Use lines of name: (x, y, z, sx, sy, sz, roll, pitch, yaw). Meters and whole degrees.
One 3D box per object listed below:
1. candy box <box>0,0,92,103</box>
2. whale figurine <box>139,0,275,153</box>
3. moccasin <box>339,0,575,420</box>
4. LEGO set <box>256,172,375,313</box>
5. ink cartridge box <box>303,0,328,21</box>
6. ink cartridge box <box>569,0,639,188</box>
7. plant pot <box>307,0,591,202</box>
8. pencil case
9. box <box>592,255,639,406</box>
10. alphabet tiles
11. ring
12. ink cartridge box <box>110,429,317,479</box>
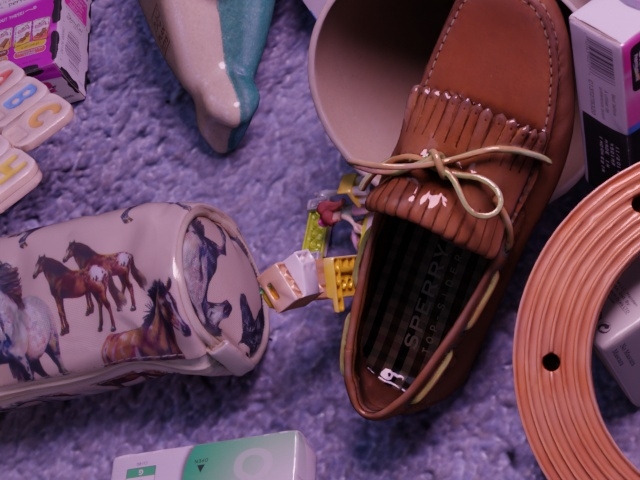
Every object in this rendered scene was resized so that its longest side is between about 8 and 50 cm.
candy box: (-0.326, -0.239, 2.103, 0.159, 0.071, 0.233, -14, 55, 19)
whale figurine: (-0.092, -0.227, 1.920, 0.141, 0.216, 0.272, -11, 73, -16)
moccasin: (0.097, -0.031, 1.569, 0.139, 0.147, 0.380, 29, 116, 15)
LEGO set: (0.000, 0.000, 1.737, 0.107, 0.132, 0.287, -7, 34, 30)
ink cartridge box: (0.006, -0.297, 1.949, 0.060, 0.104, 0.180, -21, 51, 14)
ink cartridge box: (0.355, -0.194, 1.591, 0.371, 0.176, 0.069, -37, 49, -22)
plant pot: (0.153, -0.198, 1.725, 0.256, 0.256, 0.274, -5, 31, 24)
pencil case: (-0.249, 0.080, 1.795, 0.410, 0.160, 0.184, -12, 62, 20)
box: (0.327, 0.004, 1.580, 0.275, 0.113, 0.094, -35, 50, 4)
alphabet tiles: (-0.380, -0.072, 1.912, 0.278, 0.021, 0.284, -38, 36, -13)
ring: (0.313, 0.092, 1.487, 0.336, 0.032, 0.337, -1, 82, 8)
ink cartridge box: (-0.098, 0.278, 1.656, 0.181, 0.056, 0.225, -10, 53, 22)
